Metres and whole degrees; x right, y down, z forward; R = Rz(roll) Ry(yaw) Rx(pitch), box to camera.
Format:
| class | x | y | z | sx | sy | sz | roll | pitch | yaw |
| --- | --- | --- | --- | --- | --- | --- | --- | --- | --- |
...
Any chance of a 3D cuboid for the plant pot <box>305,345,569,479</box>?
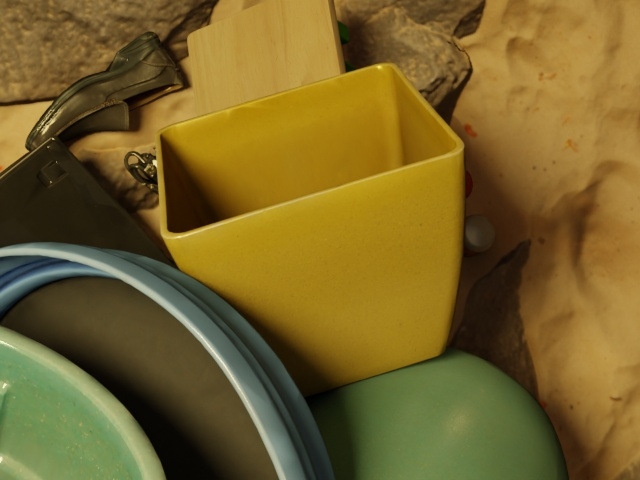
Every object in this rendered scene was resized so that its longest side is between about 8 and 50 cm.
| class | x | y | z | sx | sy | sz | roll | pitch | yaw |
| --- | --- | --- | --- | --- | --- | --- | --- | --- | --- |
| plant pot | 0.072 | 0.227 | 0.784 | 0.293 | 0.293 | 0.235 | 42 | 52 | -2 |

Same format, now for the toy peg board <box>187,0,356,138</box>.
| class | x | y | z | sx | sy | sz | roll | pitch | yaw |
| --- | --- | --- | --- | --- | --- | --- | --- | --- | --- |
| toy peg board | -0.035 | -0.144 | 0.924 | 0.161 | 0.079 | 0.161 | -16 | 74 | 27 |

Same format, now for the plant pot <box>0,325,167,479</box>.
| class | x | y | z | sx | sy | sz | roll | pitch | yaw |
| --- | --- | --- | --- | --- | --- | --- | --- | --- | --- |
| plant pot | -0.283 | 0.266 | 0.529 | 0.341 | 0.341 | 0.334 | 13 | 117 | -11 |

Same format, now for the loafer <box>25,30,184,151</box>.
| class | x | y | z | sx | sy | sz | roll | pitch | yaw |
| --- | --- | --- | --- | --- | --- | --- | --- | --- | --- |
| loafer | -0.205 | -0.129 | 0.905 | 0.170 | 0.062 | 0.061 | -43 | 95 | -17 |

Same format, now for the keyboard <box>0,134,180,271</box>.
| class | x | y | z | sx | sy | sz | roll | pitch | yaw |
| --- | --- | --- | --- | --- | --- | --- | --- | --- | --- |
| keyboard | -0.156 | 0.036 | 0.870 | 0.317 | 0.033 | 0.201 | 50 | 59 | -11 |

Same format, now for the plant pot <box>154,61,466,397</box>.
| class | x | y | z | sx | sy | sz | roll | pitch | yaw |
| --- | --- | --- | --- | --- | --- | --- | --- | --- | --- |
| plant pot | 0.000 | 0.000 | 0.757 | 0.212 | 0.212 | 0.187 | -17 | 119 | -3 |

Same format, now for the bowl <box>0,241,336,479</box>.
| class | x | y | z | sx | sy | sz | roll | pitch | yaw |
| --- | --- | --- | --- | --- | --- | --- | --- | --- | --- |
| bowl | -0.158 | 0.190 | 0.662 | 0.077 | 0.391 | 0.391 | -18 | 80 | -60 |

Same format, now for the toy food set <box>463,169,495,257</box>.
| class | x | y | z | sx | sy | sz | roll | pitch | yaw |
| --- | --- | --- | --- | --- | --- | --- | --- | --- | --- |
| toy food set | 0.071 | -0.038 | 0.926 | 0.232 | 0.104 | 0.111 | 6 | 77 | -12 |
